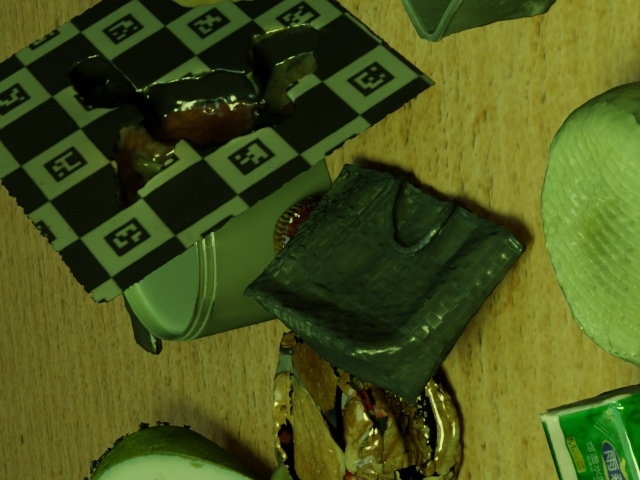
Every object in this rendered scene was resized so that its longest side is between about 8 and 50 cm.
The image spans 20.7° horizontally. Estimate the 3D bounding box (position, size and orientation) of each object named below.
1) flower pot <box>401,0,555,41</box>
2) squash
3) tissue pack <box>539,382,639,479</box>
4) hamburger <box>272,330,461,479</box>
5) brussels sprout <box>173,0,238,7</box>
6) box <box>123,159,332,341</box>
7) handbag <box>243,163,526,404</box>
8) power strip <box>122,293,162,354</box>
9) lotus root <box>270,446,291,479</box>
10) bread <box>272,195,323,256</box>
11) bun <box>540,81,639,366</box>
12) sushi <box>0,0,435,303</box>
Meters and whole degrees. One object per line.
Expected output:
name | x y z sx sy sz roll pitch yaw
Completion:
flower pot | 0.149 -0.225 1.238 0.229 0.108 0.103 -34 72 60
squash | -0.126 0.321 1.857 0.260 0.189 0.189 35 131 56
tissue pack | 0.265 0.188 1.155 0.156 0.148 0.209 -26 78 61
hamburger | 0.034 0.171 1.603 0.231 0.107 0.231 41 139 50
brussels sprout | -0.125 -0.383 1.484 0.371 0.276 0.315 57 149 31
box | -0.104 -0.023 1.719 0.226 0.149 0.226 32 128 53
handbag | 0.051 0.026 1.479 0.089 0.175 0.270 41 172 -35
power strip | -0.193 -0.012 1.930 0.257 0.092 0.251 -167 60 -80
lotus root | -0.003 0.275 1.722 0.077 0.090 0.183 74 172 -66
bread | 0.000 0.000 1.614 0.053 0.085 0.085 -164 65 -66
bun | 0.235 -0.010 1.159 0.195 0.118 0.195 173 90 -68
sushi | -0.123 -0.112 1.579 0.359 0.343 0.064 45 164 42
